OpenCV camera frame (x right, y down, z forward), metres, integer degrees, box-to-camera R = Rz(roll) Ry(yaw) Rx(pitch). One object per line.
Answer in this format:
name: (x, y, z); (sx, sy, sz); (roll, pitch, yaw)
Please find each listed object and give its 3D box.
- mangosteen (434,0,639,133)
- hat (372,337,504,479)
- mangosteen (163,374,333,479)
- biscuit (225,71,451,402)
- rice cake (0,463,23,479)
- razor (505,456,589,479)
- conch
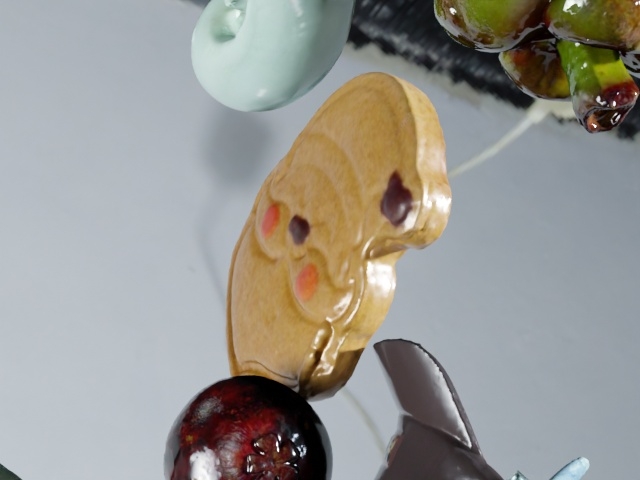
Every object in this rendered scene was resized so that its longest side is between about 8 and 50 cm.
mangosteen: (0.199, -0.230, 0.957); (0.288, 0.233, 0.287); (27, 39, -24)
hat: (0.114, 0.286, 1.474); (0.209, 0.238, 0.336); (-38, 77, -3)
mangosteen: (-0.086, 0.253, 1.510); (0.210, 0.210, 0.209); (15, 55, -22)
biscuit: (-0.001, 0.000, 1.629); (0.078, 0.455, 0.349); (19, 24, -26)
rice cake: (-0.418, 0.253, 1.535); (0.180, 0.042, 0.030); (44, 49, -24)
razor: (0.221, 0.229, 1.223); (0.068, 0.040, 0.135); (43, 31, 17)
conch: (-0.034, -0.208, 1.081); (0.121, 0.221, 0.184); (-1, 61, -24)
